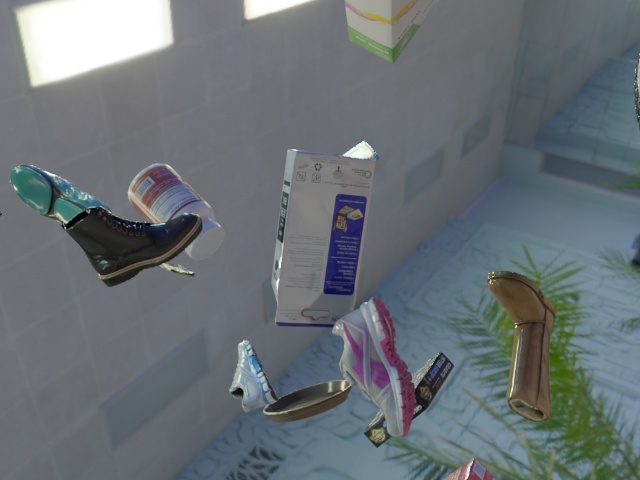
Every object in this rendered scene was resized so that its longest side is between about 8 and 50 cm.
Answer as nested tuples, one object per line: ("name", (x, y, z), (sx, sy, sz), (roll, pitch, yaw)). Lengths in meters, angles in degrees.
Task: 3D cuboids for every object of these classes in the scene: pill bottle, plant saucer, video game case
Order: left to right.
("pill bottle", (-0.308, -0.059, 1.504), (0.121, 0.216, 0.121), (-38, -24, -21))
("plant saucer", (-0.034, 0.475, 2.050), (0.278, 0.277, 0.041), (-17, -92, -58))
("video game case", (0.060, -0.184, 1.744), (0.166, 0.119, 0.015), (-33, -62, 4))

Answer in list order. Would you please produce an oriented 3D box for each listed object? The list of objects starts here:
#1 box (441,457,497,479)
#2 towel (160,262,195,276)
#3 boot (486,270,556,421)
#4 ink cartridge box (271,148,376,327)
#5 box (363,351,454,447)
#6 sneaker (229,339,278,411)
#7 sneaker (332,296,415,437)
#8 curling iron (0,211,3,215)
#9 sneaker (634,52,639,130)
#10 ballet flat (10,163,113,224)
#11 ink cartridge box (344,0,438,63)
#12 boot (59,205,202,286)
("box", (0.318, 0.650, 1.537), (0.142, 0.154, 0.300), (-48, -3, 30))
("towel", (-0.305, 0.060, 1.473), (0.060, 0.083, 0.009), (14, -89, -32))
("boot", (0.440, 0.228, 1.526), (0.236, 0.089, 0.270), (33, -123, -27))
("ink cartridge box", (0.000, 0.000, 1.330), (0.165, 0.065, 0.333), (5, -82, -20))
("box", (0.207, 0.364, 1.611), (0.175, 0.051, 0.220), (-47, -7, 30))
("sneaker", (-0.153, 0.274, 1.410), (0.082, 0.191, 0.071), (-29, -59, -4))
("sneaker", (0.096, 0.237, 1.272), (0.103, 0.111, 0.252), (20, -129, -68))
("curling iron", (-0.647, -0.132, 1.336), (0.068, 0.035, 0.274), (-15, -40, -39))
("sneaker", (0.357, -0.122, 0.691), (0.063, 0.073, 0.162), (15, -116, -67))
("ballet flat", (-0.498, -0.076, 1.358), (0.087, 0.247, 0.083), (-9, -56, -60))
("ink cartridge box", (0.145, -0.520, 1.323), (0.207, 0.119, 0.353), (-55, -13, -7))
("boot", (-0.307, -0.020, 1.134), (0.197, 0.077, 0.137), (-31, -58, 2))
